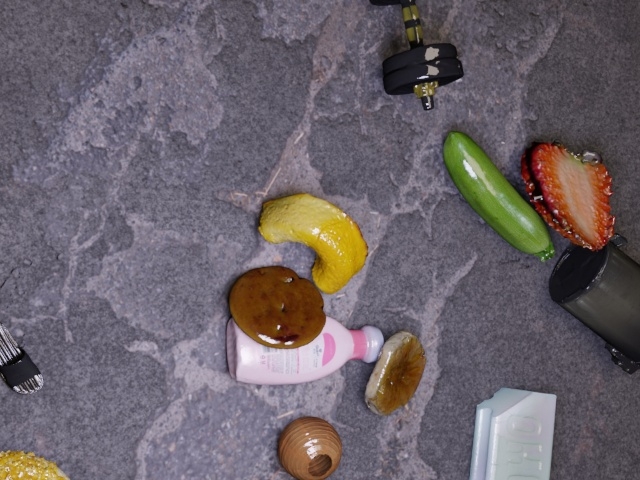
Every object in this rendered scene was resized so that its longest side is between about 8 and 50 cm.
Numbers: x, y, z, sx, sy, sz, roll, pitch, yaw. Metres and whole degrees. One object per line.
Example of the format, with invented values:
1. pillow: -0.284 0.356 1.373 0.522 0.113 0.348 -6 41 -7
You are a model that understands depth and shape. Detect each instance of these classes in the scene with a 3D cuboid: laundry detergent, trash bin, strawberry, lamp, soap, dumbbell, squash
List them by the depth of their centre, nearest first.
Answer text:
1. lamp: -0.022 0.432 1.802 0.137 0.136 0.136 2 85 -22
2. laundry detergent: -0.028 0.222 1.838 0.335 0.088 0.158 0 75 -24
3. dumbbell: 0.206 -0.482 1.933 0.185 0.185 0.388 -12 91 -23
4. soap: 0.444 0.489 2.005 0.173 0.095 0.289 11 82 -22
5. squash: 0.413 -0.092 2.030 0.395 0.107 0.107 46 71 -14
6. strawberry: 0.567 -0.088 2.045 0.234 0.137 0.306 18 54 -12
7. trash bin: 0.718 0.147 2.086 0.302 0.203 0.252 36 98 -16

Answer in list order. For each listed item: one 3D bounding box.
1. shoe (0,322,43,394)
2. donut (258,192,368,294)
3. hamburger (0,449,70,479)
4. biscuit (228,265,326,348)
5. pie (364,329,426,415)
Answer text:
1. shoe: -0.581 0.223 1.632 0.062 0.053 0.159 -35 96 -24
2. donut: -0.001 -0.005 1.820 0.259 0.152 0.101 43 46 -13
3. hamburger: -0.560 0.521 1.547 0.276 0.179 0.294 -2 87 -22
4. biscuit: -0.087 0.135 1.793 0.212 0.036 0.212 14 45 -14
5. pie: 0.167 0.291 1.897 0.195 0.046 0.195 -27 127 -42
